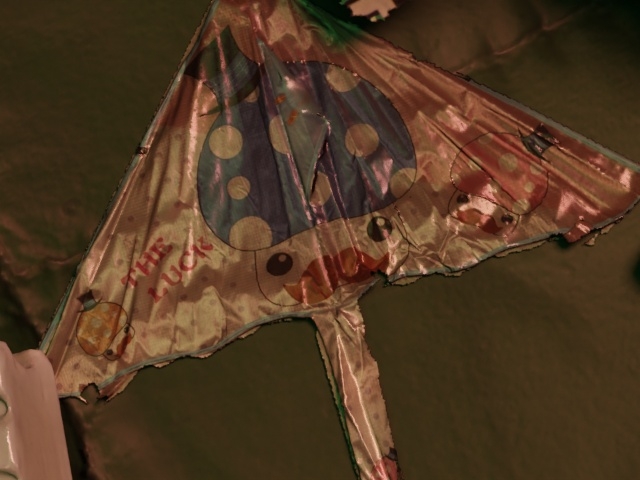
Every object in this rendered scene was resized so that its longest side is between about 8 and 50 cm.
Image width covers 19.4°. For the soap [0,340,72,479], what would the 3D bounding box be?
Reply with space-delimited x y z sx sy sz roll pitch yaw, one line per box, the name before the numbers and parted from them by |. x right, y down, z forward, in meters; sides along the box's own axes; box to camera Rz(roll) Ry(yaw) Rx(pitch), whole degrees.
soap | -0.277 0.162 1.069 0.265 0.087 0.160 -13 80 11

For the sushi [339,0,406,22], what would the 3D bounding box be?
sushi | 0.052 -0.244 1.092 0.210 0.040 0.193 -38 73 -3

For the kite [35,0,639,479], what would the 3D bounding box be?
kite | 0.000 0.000 1.076 0.406 0.014 0.368 -18 76 9
